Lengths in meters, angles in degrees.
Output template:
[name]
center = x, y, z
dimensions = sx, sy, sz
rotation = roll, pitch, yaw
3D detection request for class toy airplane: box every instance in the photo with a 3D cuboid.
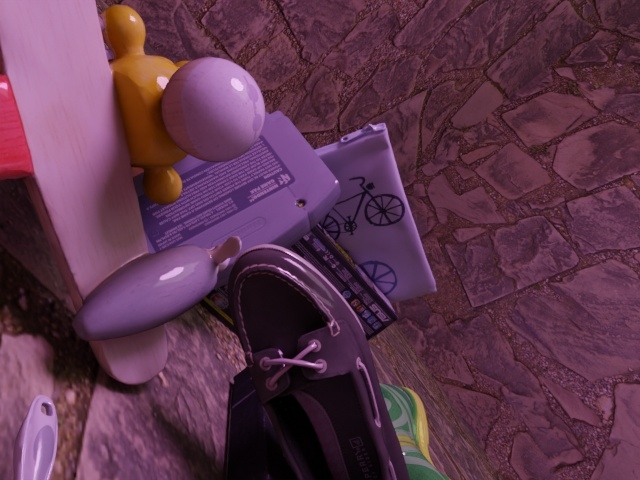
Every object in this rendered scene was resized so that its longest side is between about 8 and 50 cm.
[toy airplane]
center = -0.186, -0.105, 0.393
dimensions = 0.386, 0.272, 0.384
rotation = 68, 24, -61

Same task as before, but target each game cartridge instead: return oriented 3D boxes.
[game cartridge]
center = -0.133, -0.045, 0.630
dimensions = 0.196, 0.294, 0.060
rotation = 54, -13, 29

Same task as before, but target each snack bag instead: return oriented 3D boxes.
[snack bag]
center = 0.000, 0.000, 0.797
dimensions = 0.037, 0.323, 0.342
rotation = -85, 155, -56

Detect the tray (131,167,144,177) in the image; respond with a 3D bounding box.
[tray]
center = -0.290, -0.131, 0.799
dimensions = 0.411, 0.076, 0.203
rotation = 52, 4, -40

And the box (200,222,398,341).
[box]
center = -0.035, 0.096, 0.774
dimensions = 0.270, 0.216, 0.060
rotation = 47, 10, -24

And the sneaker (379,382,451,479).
[sneaker]
center = 0.090, 0.292, 0.617
dimensions = 0.123, 0.109, 0.295
rotation = 26, 14, -11

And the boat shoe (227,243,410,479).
[boat shoe]
center = 0.009, 0.162, 0.444
dimensions = 0.095, 0.112, 0.335
rotation = -85, 152, -72

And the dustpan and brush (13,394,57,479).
[dustpan and brush]
center = -0.156, 0.177, 0.228
dimensions = 0.147, 0.060, 0.211
rotation = 44, 10, -44

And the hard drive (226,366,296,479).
[hard drive]
center = -0.005, 0.306, 0.513
dimensions = 0.237, 0.064, 0.339
rotation = 48, 7, -22
